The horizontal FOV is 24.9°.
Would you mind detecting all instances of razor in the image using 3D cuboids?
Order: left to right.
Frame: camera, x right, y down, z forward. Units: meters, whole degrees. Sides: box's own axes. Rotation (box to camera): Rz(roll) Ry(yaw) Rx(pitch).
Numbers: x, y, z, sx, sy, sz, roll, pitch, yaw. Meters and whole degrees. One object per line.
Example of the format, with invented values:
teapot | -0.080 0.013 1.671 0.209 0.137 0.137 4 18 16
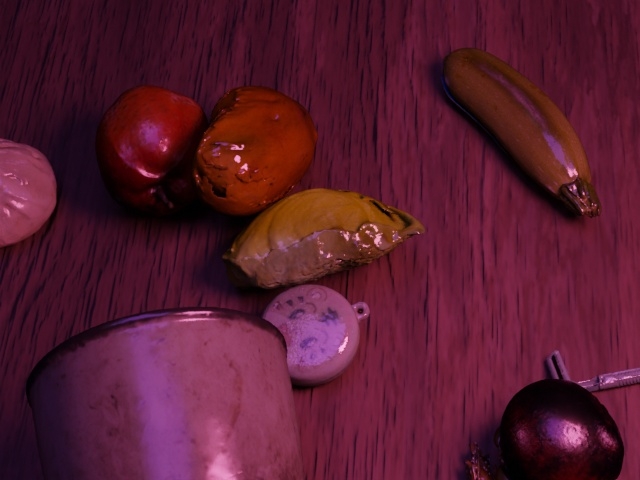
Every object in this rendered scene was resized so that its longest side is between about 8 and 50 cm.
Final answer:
razor | 0.379 0.156 1.713 0.211 0.036 0.084 -6 35 -3

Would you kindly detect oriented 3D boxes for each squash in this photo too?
squash | 0.275 -0.149 1.906 0.094 0.094 0.341 -29 54 -13

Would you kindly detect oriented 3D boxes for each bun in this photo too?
bun | -0.444 -0.077 1.927 0.183 0.102 0.183 -3 52 3

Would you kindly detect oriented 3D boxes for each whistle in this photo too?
whistle | -0.058 0.136 1.757 0.258 0.067 0.126 -24 62 -5

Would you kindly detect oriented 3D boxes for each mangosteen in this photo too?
mangosteen | 0.258 0.231 1.610 0.152 0.152 0.152 -3 55 4

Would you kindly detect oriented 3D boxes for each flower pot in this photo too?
flower pot | -0.152 0.279 1.542 0.293 0.293 0.330 -11 61 -2

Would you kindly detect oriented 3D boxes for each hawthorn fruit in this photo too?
hawthorn fruit | -0.213 -0.103 1.881 0.157 0.157 0.194 -13 46 -3

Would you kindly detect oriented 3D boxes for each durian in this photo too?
durian | 0.000 0.000 1.814 0.250 0.101 0.139 -14 39 -3

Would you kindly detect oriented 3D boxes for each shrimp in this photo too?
shrimp | 0.153 0.316 1.625 0.124 0.034 0.178 -14 59 4

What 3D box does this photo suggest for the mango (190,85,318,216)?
mango | -0.090 -0.120 1.852 0.156 0.151 0.248 55 29 0
